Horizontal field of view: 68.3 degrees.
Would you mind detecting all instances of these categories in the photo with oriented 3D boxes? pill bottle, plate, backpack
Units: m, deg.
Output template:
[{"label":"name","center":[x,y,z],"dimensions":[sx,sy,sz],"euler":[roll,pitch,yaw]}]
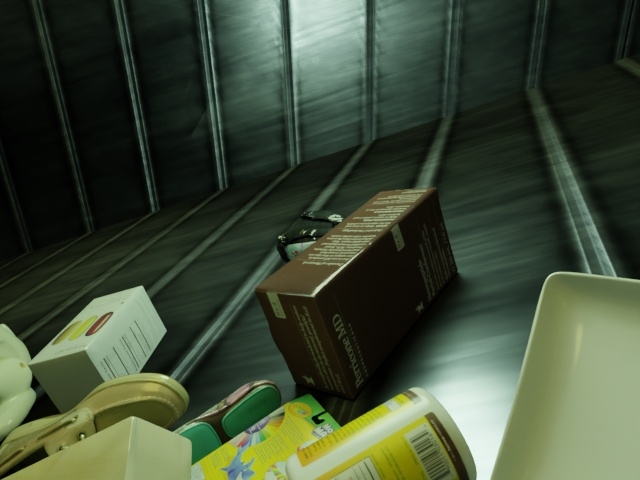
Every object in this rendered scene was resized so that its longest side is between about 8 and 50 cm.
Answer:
[{"label":"pill bottle","center":[0.044,0.254,0.495],"dimensions":[0.215,0.117,0.117],"euler":[-24,21,-12]},{"label":"plate","center":[0.312,0.172,0.413],"dimensions":[0.278,0.045,0.277],"euler":[5,67,48]},{"label":"backpack","center":[0.000,0.000,1.179],"dimensions":[0.182,0.115,0.151],"euler":[-3,38,35]}]

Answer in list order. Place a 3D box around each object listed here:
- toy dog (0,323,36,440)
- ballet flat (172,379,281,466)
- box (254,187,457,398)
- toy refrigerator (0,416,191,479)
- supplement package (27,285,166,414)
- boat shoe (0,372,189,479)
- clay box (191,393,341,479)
[{"label":"toy dog","center":[-0.790,0.197,0.983],"dimensions":[0.285,0.407,0.395],"euler":[-16,21,9]},{"label":"ballet flat","center":[-0.158,0.280,0.696],"dimensions":[0.222,0.076,0.079],"euler":[-29,3,-35]},{"label":"box","center":[0.085,0.066,0.826],"dimensions":[0.143,0.191,0.381],"euler":[1,30,44]},{"label":"toy refrigerator","center":[-0.294,0.311,0.568],"dimensions":[0.270,0.102,0.094],"euler":[-28,43,15]},{"label":"supplement package","center":[-0.456,0.224,1.000],"dimensions":[0.139,0.133,0.244],"euler":[-16,21,11]},{"label":"boat shoe","center":[-0.358,0.315,0.725],"dimensions":[0.342,0.121,0.110],"euler":[-27,24,10]},{"label":"clay box","center":[-0.075,0.294,0.592],"dimensions":[0.222,0.053,0.127],"euler":[-27,22,-19]}]
